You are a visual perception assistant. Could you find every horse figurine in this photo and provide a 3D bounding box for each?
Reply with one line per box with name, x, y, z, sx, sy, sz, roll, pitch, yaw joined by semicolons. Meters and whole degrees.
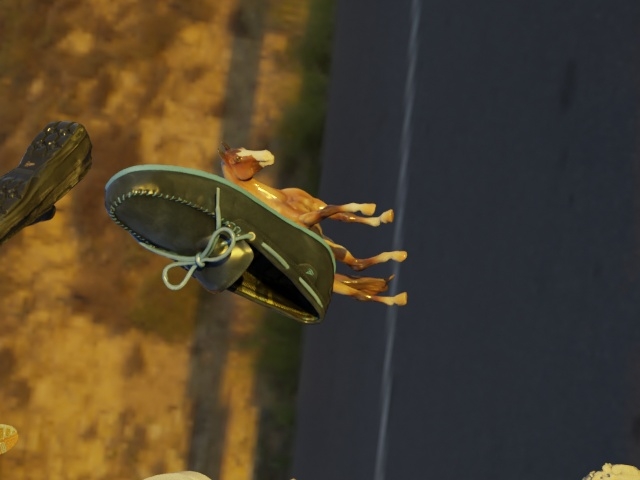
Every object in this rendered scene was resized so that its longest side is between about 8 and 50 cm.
horse figurine;0.000;0.000;1.495;0.263;0.174;0.066;65;-143;-54

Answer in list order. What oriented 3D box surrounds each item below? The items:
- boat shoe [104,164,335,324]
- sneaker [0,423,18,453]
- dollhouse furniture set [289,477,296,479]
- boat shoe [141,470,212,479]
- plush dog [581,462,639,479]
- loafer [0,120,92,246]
boat shoe;-0.084;0.006;1.330;0.109;0.258;0.089;-42;39;42
sneaker;-0.330;0.191;1.333;0.037;0.083;0.032;-166;65;-66
dollhouse furniture set;0.022;0.266;0.734;0.161;0.212;0.242;51;173;46
boat shoe;-0.173;0.326;1.365;0.105;0.113;0.306;-7;-42;-56
plush dog;0.265;0.389;1.487;0.210;0.262;0.225;53;140;34
loafer;-0.334;-0.047;1.614;0.223;0.076;0.078;-53;-40;-36
